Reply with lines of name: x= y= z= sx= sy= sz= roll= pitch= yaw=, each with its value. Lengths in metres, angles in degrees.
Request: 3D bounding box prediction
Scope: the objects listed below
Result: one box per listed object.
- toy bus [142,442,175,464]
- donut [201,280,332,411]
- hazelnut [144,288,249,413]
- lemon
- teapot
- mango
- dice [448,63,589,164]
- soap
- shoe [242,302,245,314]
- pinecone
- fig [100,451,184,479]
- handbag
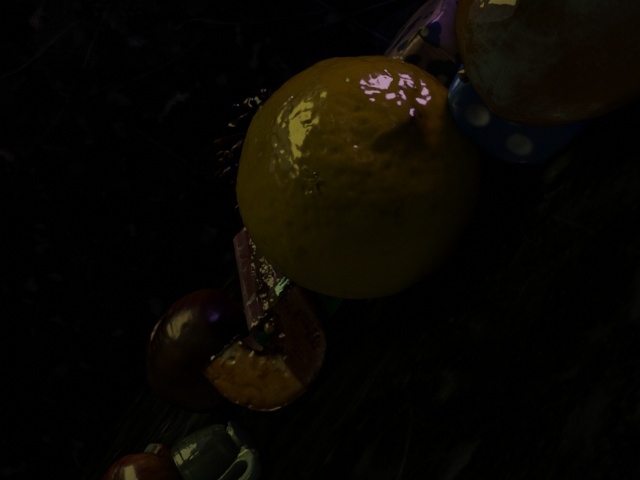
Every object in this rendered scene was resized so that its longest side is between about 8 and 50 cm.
toy bus: x=-0.382 y=0.556 z=1.836 sx=0.409 sy=0.093 sz=0.092 roll=-58 pitch=16 yaw=-25
donut: x=-0.059 y=0.160 z=1.483 sx=0.217 sy=0.141 sz=0.085 roll=-39 pitch=-6 yaw=21
hazelnut: x=-0.216 y=0.202 z=1.913 sx=0.229 sy=0.229 sz=0.229 roll=-52 pitch=8 yaw=10
lemon: x=0.046 y=-0.077 z=1.290 sx=0.336 sy=0.336 sz=0.336 roll=-52 pitch=8 yaw=10
teapot: x=-0.144 y=0.311 z=1.435 sx=0.108 sy=0.111 sz=0.149 roll=-40 pitch=2 yaw=0
mango: x=0.293 y=-0.258 z=0.957 sx=0.384 sy=0.222 sz=0.199 roll=-32 pitch=-26 yaw=16
dice: x=0.242 y=-0.185 z=1.169 sx=0.146 sy=0.143 sz=0.146 roll=-50 pitch=8 yaw=50
soap: x=-0.051 y=0.031 z=1.637 sx=0.218 sy=0.098 sz=0.273 roll=-48 pitch=31 yaw=22
shoe: x=-0.090 y=0.107 z=1.974 sx=0.171 sy=0.132 sz=0.336 roll=-59 pitch=6 yaw=-3
pinecone: x=-0.067 y=-0.187 z=2.351 sx=0.398 sy=0.397 sz=0.398 roll=-52 pitch=8 yaw=10
fig: x=-0.233 y=0.409 z=1.472 sx=0.175 sy=0.207 sz=0.175 roll=-16 pitch=55 yaw=24
handbag: x=0.206 y=-0.268 z=1.573 sx=0.190 sy=0.193 sz=0.251 roll=-42 pitch=11 yaw=33
